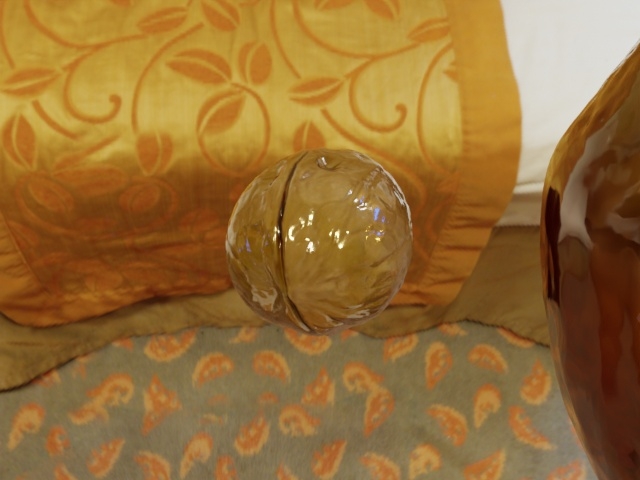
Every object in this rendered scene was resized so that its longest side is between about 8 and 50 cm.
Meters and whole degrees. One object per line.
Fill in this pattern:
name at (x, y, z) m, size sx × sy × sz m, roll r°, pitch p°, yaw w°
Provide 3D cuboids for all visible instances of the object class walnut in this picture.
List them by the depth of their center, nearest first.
walnut at (0.000, 0.000, 0.709) m, size 0.167 × 0.167 × 0.207 m, roll 20°, pitch 27°, yaw 5°

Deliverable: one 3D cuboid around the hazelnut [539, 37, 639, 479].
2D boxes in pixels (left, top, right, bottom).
hazelnut at (0.312, 0.023, 0.341) m, size 0.420 × 0.353 × 0.421 m, roll 0°, pitch 93°, yaw -4°
